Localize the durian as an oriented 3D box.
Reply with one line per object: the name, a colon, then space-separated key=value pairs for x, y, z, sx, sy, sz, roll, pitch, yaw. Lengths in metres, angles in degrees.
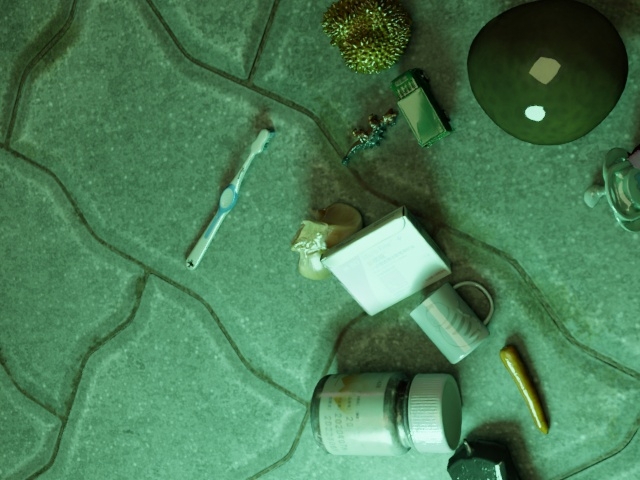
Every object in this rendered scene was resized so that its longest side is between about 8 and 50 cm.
durian: x=0.092 y=-0.392 z=1.519 sx=0.168 sy=0.137 sz=0.158 roll=-17 pitch=111 yaw=12

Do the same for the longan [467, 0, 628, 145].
longan: x=0.375 y=-0.284 z=1.340 sx=0.258 sy=0.258 sz=0.258 roll=4 pitch=100 yaw=23

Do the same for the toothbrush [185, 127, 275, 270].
toothbrush: x=-0.205 y=-0.084 z=1.746 sx=0.040 sy=0.040 sz=0.386 roll=39 pitch=112 yaw=14

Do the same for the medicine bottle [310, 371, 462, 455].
medicine bottle: x=0.131 y=0.342 z=1.594 sx=0.273 sy=0.165 sz=0.165 roll=-7 pitch=95 yaw=24

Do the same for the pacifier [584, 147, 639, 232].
pacifier: x=0.509 y=-0.082 z=1.398 sx=0.116 sy=0.126 sz=0.150 roll=-14 pitch=100 yaw=49

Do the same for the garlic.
garlic: x=0.010 y=0.001 z=1.640 sx=0.124 sy=0.099 sz=0.174 roll=27 pitch=113 yaw=-2

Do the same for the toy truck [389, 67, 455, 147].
toy truck: x=0.190 y=-0.254 z=1.521 sx=0.065 sy=0.079 sz=0.147 roll=-31 pitch=83 yaw=25

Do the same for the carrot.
carrot: x=0.396 y=0.287 z=1.538 sx=0.037 sy=0.037 sz=0.190 roll=-27 pitch=88 yaw=25

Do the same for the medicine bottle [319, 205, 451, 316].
medicine bottle: x=0.128 y=0.041 z=1.572 sx=0.201 sy=0.052 sz=0.171 roll=-30 pitch=116 yaw=23

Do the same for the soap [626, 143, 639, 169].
soap: x=0.585 y=-0.156 z=1.226 sx=0.127 sy=0.325 sz=0.220 roll=45 pitch=115 yaw=7

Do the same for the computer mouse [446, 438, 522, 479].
computer mouse: x=0.344 y=0.502 z=1.567 sx=0.147 sy=0.088 sz=0.264 roll=-23 pitch=89 yaw=42

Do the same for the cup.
cup: x=0.261 y=0.147 z=1.541 sx=0.136 sy=0.099 sz=0.133 roll=-44 pitch=79 yaw=24

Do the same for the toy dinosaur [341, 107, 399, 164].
toy dinosaur: x=0.095 y=-0.206 z=1.587 sx=0.154 sy=0.049 sz=0.055 roll=-45 pitch=83 yaw=18
